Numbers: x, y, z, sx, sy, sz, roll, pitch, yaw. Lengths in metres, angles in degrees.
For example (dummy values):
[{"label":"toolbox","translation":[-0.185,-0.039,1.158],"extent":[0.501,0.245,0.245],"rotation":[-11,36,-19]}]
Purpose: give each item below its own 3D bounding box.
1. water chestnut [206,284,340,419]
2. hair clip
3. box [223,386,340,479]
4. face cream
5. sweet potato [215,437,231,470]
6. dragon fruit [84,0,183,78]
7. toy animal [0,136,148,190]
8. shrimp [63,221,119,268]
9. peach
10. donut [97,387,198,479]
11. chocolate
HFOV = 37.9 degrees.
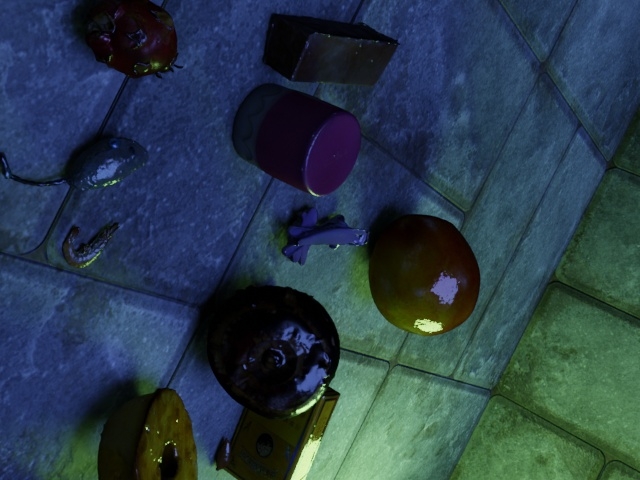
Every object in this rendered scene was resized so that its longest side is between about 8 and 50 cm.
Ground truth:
[{"label":"water chestnut","translation":[-0.102,0.229,2.008],"extent":[0.300,0.300,0.300],"rotation":[-36,140,-37]},{"label":"hair clip","translation":[-0.008,-0.006,2.125],"extent":[0.278,0.090,0.137],"rotation":[-3,116,-50]},{"label":"box","translation":[-0.098,0.456,2.230],"extent":[0.084,0.192,0.302],"rotation":[8,107,-56]},{"label":"face cream","translation":[-0.046,-0.197,1.806],"extent":[0.175,0.194,0.175],"rotation":[-33,137,-38]},{"label":"sweet potato","translation":[-0.231,0.514,2.230],"extent":[0.034,0.034,0.095],"rotation":[-14,127,-52]},{"label":"dragon fruit","translation":[-0.278,-0.309,1.473],"extent":[0.246,0.125,0.126],"rotation":[44,61,-75]},{"label":"toy animal","translation":[-0.393,-0.116,1.493],"extent":[0.252,0.070,0.079],"rotation":[-15,91,-37]},{"label":"shrimp","translation":[-0.394,-0.004,1.602],"extent":[0.114,0.023,0.083],"rotation":[-46,143,-20]},{"label":"peach","translation":[0.263,0.082,2.408],"extent":[0.308,0.307,0.332],"rotation":[-42,126,-31]},{"label":"donut","translation":[-0.339,0.437,1.832],"extent":[0.303,0.110,0.303],"rotation":[-8,90,-77]},{"label":"chocolate","translation":[0.025,-0.375,1.867],"extent":[0.321,0.112,0.112],"rotation":[-11,131,-53]}]
